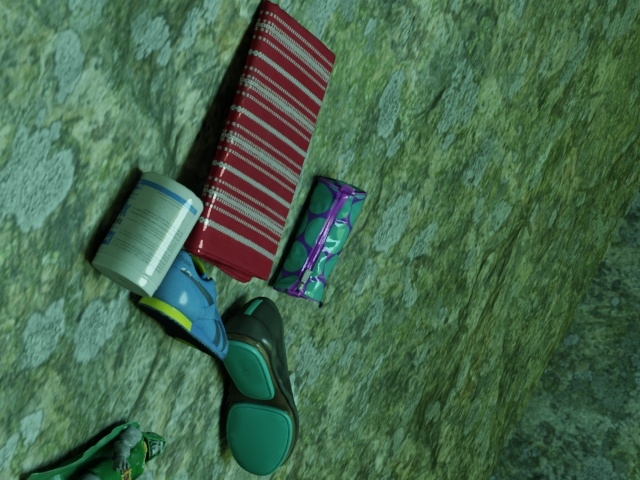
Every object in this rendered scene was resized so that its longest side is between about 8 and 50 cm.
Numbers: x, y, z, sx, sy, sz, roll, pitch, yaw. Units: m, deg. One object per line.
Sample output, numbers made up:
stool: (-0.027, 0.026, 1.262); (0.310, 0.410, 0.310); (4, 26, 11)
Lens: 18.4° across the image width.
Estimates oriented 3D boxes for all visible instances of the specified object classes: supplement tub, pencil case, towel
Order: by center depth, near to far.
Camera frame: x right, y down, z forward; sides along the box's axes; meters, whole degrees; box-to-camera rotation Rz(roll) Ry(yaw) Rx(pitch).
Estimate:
supplement tub: (-0.168, -0.006, 1.918); (0.107, 0.071, 0.071); (-60, 159, -13)
towel: (-0.064, -0.097, 2.084); (0.199, 0.031, 0.275); (30, 76, -68)
pencil case: (0.000, 0.000, 2.346); (0.070, 0.064, 0.152); (-112, -136, -83)

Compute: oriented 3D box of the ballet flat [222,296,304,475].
ballet flat: (-0.064, 0.170, 2.355); (0.280, 0.095, 0.096); (89, 20, -50)

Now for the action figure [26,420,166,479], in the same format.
action figure: (-0.233, 0.257, 2.082); (0.232, 0.063, 0.137); (-40, 145, -56)

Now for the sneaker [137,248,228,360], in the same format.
sneaker: (-0.130, 0.069, 2.100); (0.082, 0.069, 0.209); (-64, 160, -13)
